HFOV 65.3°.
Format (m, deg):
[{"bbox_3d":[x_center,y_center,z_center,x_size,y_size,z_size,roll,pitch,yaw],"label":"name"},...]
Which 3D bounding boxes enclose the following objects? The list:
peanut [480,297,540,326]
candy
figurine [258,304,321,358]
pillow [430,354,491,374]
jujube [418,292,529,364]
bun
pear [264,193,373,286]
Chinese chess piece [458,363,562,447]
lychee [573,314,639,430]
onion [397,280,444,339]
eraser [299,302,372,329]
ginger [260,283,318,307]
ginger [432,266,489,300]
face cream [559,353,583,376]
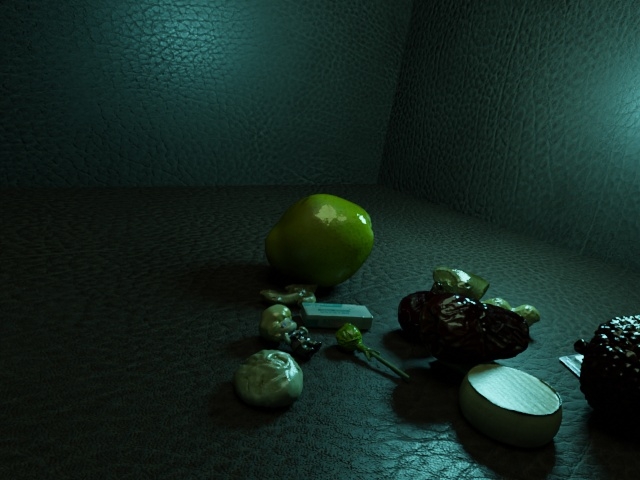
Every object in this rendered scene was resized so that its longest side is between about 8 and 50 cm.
[{"bbox_3d":[0.681,0.273,1.831,0.230,0.103,0.098,12,30,15],"label":"peanut"},{"bbox_3d":[0.150,0.331,1.449,0.262,0.073,0.077,31,44,33],"label":"candy"},{"bbox_3d":[-0.093,0.266,1.442,0.196,0.108,0.114,29,47,31],"label":"figurine"},{"bbox_3d":[0.459,0.354,1.548,0.148,0.050,0.230,17,21,39],"label":"pillow"},{"bbox_3d":[0.454,0.262,1.470,0.342,0.216,0.216,7,17,-20],"label":"jujube"},{"bbox_3d":[-0.126,0.326,1.226,0.183,0.102,0.183,6,16,-2],"label":"bun"},{"bbox_3d":[0.000,0.000,1.921,0.418,0.362,0.362,-18,18,3],"label":"pear"},{"bbox_3d":[0.483,0.415,1.278,0.250,0.103,0.250,8,17,-3],"label":"Chinese chess piece"},{"bbox_3d":[0.849,0.358,1.336,0.330,0.306,0.306,26,23,34],"label":"lychee"},{"bbox_3d":[0.357,0.229,1.618,0.195,0.218,0.139,16,44,-2],"label":"onion"},{"bbox_3d":[0.050,0.249,1.647,0.225,0.052,0.095,5,16,-15],"label":"eraser"},{"bbox_3d":[-0.107,0.190,1.746,0.214,0.058,0.133,5,26,-12],"label":"ginger"},{"bbox_3d":[0.542,0.174,1.952,0.221,0.130,0.276,25,3,13],"label":"ginger"},{"bbox_3d":[0.939,0.403,1.616,0.274,0.096,0.154,-7,23,-8],"label":"face cream"}]
